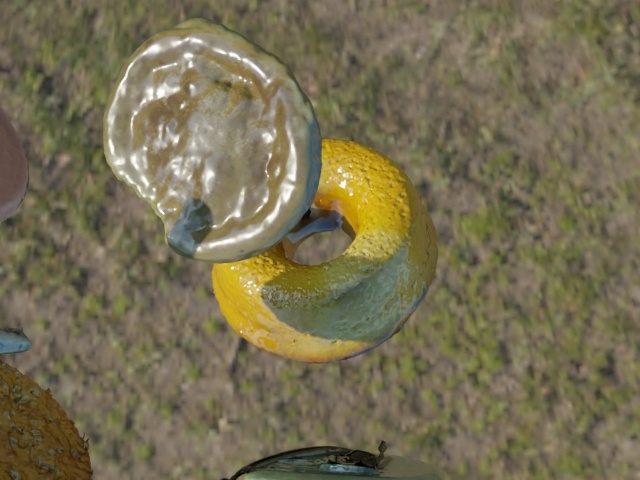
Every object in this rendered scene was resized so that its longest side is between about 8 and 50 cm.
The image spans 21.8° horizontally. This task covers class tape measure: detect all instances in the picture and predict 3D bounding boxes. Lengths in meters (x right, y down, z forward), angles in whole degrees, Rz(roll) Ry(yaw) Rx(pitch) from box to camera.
[{"bbox_3d":[0.013,0.268,1.736,0.235,0.207,0.115,3,94,4],"label":"tape measure"}]

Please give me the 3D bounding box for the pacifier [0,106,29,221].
[{"bbox_3d":[-0.319,-0.096,0.932,0.332,0.220,0.273,34,74,-8],"label":"pacifier"}]

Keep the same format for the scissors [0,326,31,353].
[{"bbox_3d":[-0.367,0.086,1.456,0.289,0.041,0.138,5,105,-53],"label":"scissors"}]

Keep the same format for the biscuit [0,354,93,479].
[{"bbox_3d":[-0.336,0.190,1.692,0.254,0.254,0.035,31,112,-24],"label":"biscuit"}]

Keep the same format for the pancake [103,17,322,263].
[{"bbox_3d":[-0.107,-0.094,1.570,0.222,0.042,0.236,-26,80,26],"label":"pancake"}]

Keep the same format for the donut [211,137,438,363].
[{"bbox_3d":[0.000,0.000,2.082,0.303,0.302,0.110,-8,147,2],"label":"donut"}]
